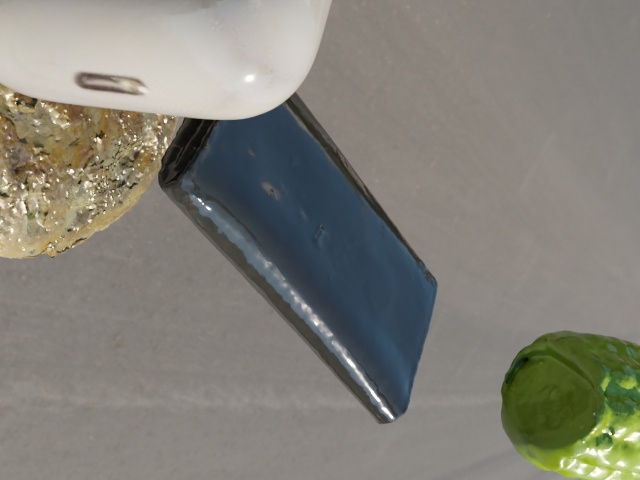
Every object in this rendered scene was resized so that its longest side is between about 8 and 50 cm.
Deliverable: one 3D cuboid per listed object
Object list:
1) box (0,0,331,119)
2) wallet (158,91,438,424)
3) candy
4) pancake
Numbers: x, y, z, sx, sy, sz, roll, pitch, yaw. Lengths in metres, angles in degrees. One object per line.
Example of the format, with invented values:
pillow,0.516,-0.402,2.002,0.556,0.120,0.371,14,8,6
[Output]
box,-0.124,-0.254,0.713,0.141,0.289,0.349,86,13,-53
wallet,-0.001,0.000,0.915,0.406,0.062,0.228,51,40,-32
candy,0.216,0.118,0.555,0.209,0.097,0.096,15,107,-31
pancake,-0.316,-0.131,1.026,0.356,0.065,0.356,-36,138,-40
